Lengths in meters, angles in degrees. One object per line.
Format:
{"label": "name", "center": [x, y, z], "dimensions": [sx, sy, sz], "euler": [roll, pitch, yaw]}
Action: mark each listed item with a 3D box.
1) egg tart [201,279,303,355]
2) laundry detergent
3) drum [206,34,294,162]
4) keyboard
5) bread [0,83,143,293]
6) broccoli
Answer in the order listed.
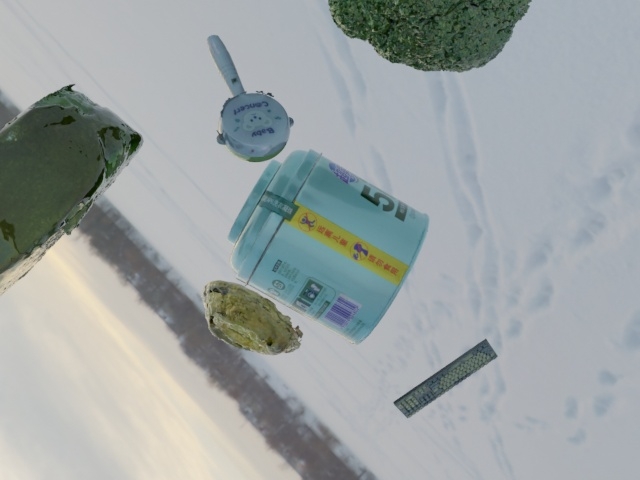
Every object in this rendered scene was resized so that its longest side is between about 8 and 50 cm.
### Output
{"label": "egg tart", "center": [-0.177, 0.201, 1.757], "dimensions": [0.279, 0.095, 0.279], "euler": [24, 152, 14]}
{"label": "laundry detergent", "center": [0.000, 0.000, 1.363], "dimensions": [0.305, 0.287, 0.287], "euler": [30, 171, -4]}
{"label": "drum", "center": [-0.116, -0.244, 1.218], "dimensions": [0.049, 0.130, 0.253], "euler": [104, 159, -61]}
{"label": "keyboard", "center": [0.197, 0.218, 1.149], "dimensions": [0.055, 0.176, 0.014], "euler": [51, -174, -43]}
{"label": "bread", "center": [-0.390, -0.022, 0.912], "dimensions": [0.129, 0.366, 0.382], "euler": [45, 148, -14]}
{"label": "broccoli", "center": [0.211, -0.441, 1.249], "dimensions": [0.321, 0.414, 0.309], "euler": [-140, 38, -57]}
